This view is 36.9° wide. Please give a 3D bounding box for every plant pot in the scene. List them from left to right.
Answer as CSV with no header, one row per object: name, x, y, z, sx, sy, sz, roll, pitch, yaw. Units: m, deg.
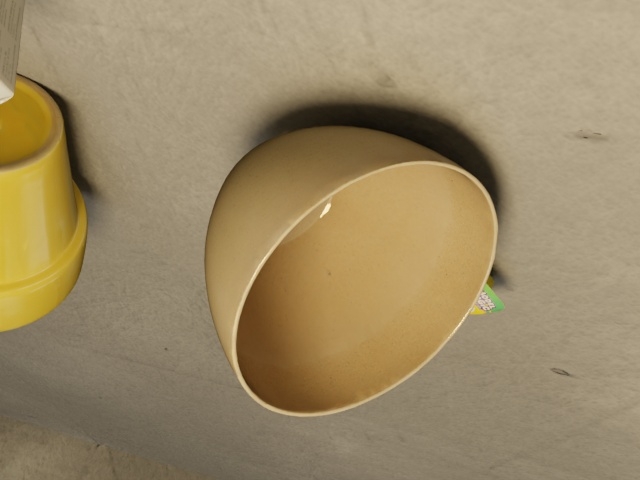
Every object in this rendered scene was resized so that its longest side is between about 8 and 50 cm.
plant pot,-0.393,-0.059,1.113,0.254,0.254,0.239,23,138,-1
plant pot,0.000,0.000,0.929,0.191,0.284,0.284,47,173,41

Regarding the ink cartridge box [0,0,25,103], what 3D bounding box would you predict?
ink cartridge box,-0.326,-0.246,0.773,0.066,0.189,0.232,-21,139,15

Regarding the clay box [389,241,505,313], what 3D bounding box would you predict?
clay box,0.096,0.033,1.098,0.222,0.053,0.127,-6,141,40
